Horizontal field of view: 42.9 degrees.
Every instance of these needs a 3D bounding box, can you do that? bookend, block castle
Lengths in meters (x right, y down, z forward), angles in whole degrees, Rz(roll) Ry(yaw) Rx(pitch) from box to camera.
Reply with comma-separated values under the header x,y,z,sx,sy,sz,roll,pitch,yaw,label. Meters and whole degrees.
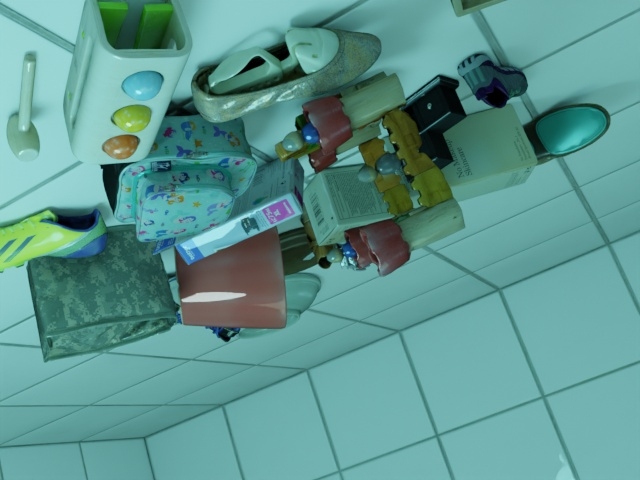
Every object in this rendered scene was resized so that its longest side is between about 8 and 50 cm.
x,y,z,sx,sy,sz,roll,pitch,yaw,label
0.223,-0.215,1.615,0.072,0.157,0.156,2,153,-47,bookend
0.066,-0.099,1.432,0.213,0.303,0.453,-25,-179,-2,block castle

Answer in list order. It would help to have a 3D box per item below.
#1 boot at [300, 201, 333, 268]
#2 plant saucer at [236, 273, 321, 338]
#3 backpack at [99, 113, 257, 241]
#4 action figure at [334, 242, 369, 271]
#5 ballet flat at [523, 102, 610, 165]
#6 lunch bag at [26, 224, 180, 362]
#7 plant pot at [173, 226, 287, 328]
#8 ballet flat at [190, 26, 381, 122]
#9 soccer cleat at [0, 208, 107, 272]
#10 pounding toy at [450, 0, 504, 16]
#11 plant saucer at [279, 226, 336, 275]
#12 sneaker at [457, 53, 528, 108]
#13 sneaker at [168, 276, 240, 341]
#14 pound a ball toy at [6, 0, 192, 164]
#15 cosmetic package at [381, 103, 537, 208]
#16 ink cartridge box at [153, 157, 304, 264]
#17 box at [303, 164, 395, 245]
x,y,z,sx,sy,sz,roll,pitch,yaw,label
0.000,0.000,2.009,0.073,0.152,0.197,-21,161,8,boot
-0.178,0.227,2.564,0.401,0.100,0.400,-17,161,-6,plant saucer
-0.237,-0.119,1.422,0.254,0.191,0.225,-16,161,-24,backpack
0.082,-0.017,2.038,0.099,0.185,0.285,0,180,10,action figure
0.537,-0.236,1.960,0.342,0.116,0.124,-30,178,31,ballet flat
-0.462,0.104,1.732,0.287,0.235,0.169,-10,154,-24,lunch bag
-0.218,0.093,1.937,0.243,0.274,0.275,-7,160,-9,plant pot
-0.059,-0.273,1.280,0.316,0.107,0.106,-21,148,6,ballet flat
-0.564,-0.011,1.587,0.289,0.093,0.121,-6,128,-22,soccer cleat
0.198,-0.420,1.135,0.181,0.094,0.206,-17,153,11,pounding toy
-0.073,0.037,2.223,0.278,0.041,0.278,-17,160,-6,plant saucer
0.351,-0.293,1.611,0.083,0.098,0.224,-33,157,36,sneaker
-0.301,0.183,2.138,0.316,0.182,0.127,-16,153,-33,sneaker
-0.324,-0.201,1.168,0.208,0.135,0.319,-8,158,-29,pound a ball toy
0.298,-0.176,1.799,0.310,0.160,0.113,-17,160,-10,cosmetic package
-0.181,-0.058,1.648,0.311,0.185,0.065,-22,119,13,ink cartridge box
0.132,-0.094,1.891,0.311,0.148,0.121,-8,160,-26,box
